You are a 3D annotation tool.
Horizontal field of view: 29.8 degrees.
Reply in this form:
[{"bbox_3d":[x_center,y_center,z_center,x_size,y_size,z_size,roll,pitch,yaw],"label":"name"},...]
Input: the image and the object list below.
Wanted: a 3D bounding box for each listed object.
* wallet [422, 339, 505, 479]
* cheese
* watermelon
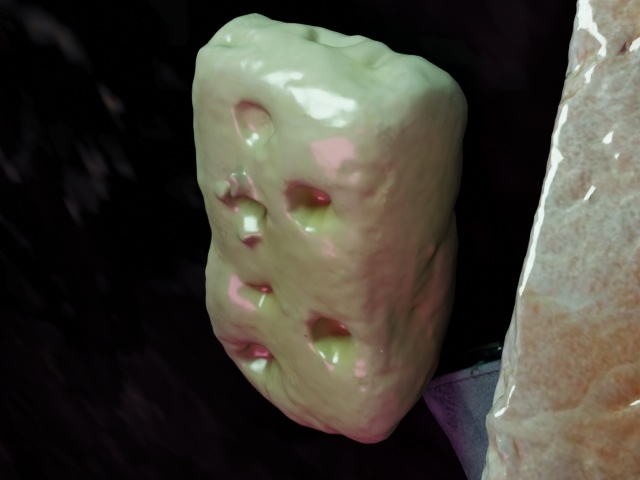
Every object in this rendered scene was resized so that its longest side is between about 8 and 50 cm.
[{"bbox_3d":[0.182,0.228,0.670,0.190,0.046,0.379,-31,82,59],"label":"wallet"},{"bbox_3d":[-0.001,0.001,0.702,0.159,0.093,0.263,27,136,33],"label":"cheese"},{"bbox_3d":[0.180,0.045,0.463,0.222,0.319,0.292,9,156,16],"label":"watermelon"}]
